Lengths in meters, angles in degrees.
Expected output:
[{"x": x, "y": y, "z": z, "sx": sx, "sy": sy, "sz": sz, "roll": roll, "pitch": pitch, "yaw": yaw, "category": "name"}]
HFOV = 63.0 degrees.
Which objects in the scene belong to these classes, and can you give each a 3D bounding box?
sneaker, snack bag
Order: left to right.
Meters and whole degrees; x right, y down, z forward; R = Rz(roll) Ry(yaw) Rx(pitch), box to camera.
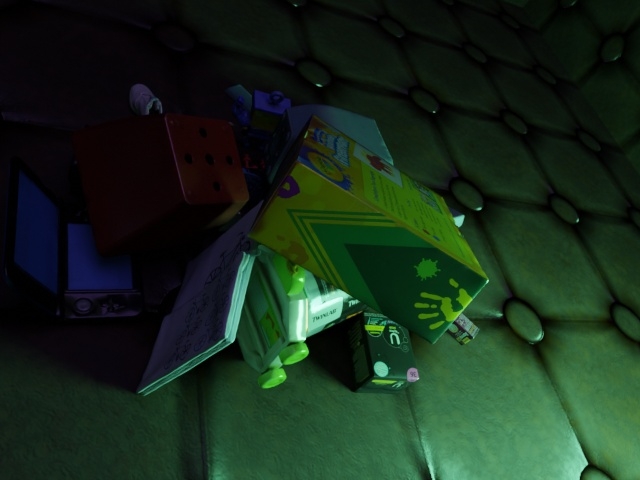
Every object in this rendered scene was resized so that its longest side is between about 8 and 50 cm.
[{"x": -0.453, "y": -0.357, "z": 1.392, "sx": 0.080, "sy": 0.094, "sz": 0.212, "roll": -7, "pitch": 59, "yaw": -32, "category": "sneaker"}, {"x": -0.222, "y": 0.099, "z": 1.005, "sx": 0.037, "sy": 0.323, "sz": 0.342, "roll": 33, "pitch": 43, "yaw": -24, "category": "snack bag"}, {"x": -0.164, "y": -0.155, "z": 1.392, "sx": 0.232, "sy": 0.081, "sz": 0.090, "roll": 17, "pitch": 32, "yaw": -42, "category": "sneaker"}]

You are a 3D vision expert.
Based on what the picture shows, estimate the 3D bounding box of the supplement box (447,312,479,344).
[{"x": 0.378, "y": 0.235, "z": 1.421, "sx": 0.083, "sy": 0.055, "sz": 0.043, "roll": 43, "pitch": 48, "yaw": 8, "category": "supplement box"}]

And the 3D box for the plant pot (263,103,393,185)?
[{"x": -0.006, "y": -0.209, "z": 1.349, "sx": 0.252, "sy": 0.247, "sz": 0.247, "roll": 19, "pitch": 35, "yaw": -24, "category": "plant pot"}]

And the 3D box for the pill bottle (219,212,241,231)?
[{"x": -0.272, "y": -0.107, "z": 1.296, "sx": 0.094, "sy": 0.094, "sz": 0.169, "roll": -26, "pitch": 71, "yaw": -41, "category": "pill bottle"}]

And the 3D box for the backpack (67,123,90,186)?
[{"x": -0.476, "y": -0.171, "z": 1.218, "sx": 0.182, "sy": 0.115, "sz": 0.151, "roll": 14, "pitch": 62, "yaw": -22, "category": "backpack"}]

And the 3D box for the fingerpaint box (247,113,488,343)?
[{"x": 0.084, "y": -0.052, "z": 1.031, "sx": 0.371, "sy": 0.163, "sz": 0.444, "roll": 31, "pitch": 20, "yaw": -11, "category": "fingerpaint box"}]

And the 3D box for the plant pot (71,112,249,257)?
[{"x": -0.310, "y": -0.133, "z": 1.092, "sx": 0.267, "sy": 0.236, "sz": 0.267, "roll": -10, "pitch": 84, "yaw": -55, "category": "plant pot"}]

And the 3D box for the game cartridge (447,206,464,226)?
[{"x": 0.255, "y": -0.098, "z": 1.521, "sx": 0.294, "sy": 0.060, "sz": 0.196, "roll": 28, "pitch": 30, "yaw": 33, "category": "game cartridge"}]

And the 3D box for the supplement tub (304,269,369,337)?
[{"x": 0.025, "y": 0.089, "z": 1.231, "sx": 0.338, "sy": 0.207, "sz": 0.207, "roll": -18, "pitch": 65, "yaw": -37, "category": "supplement tub"}]

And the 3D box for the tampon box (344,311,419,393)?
[{"x": 0.141, "y": 0.266, "z": 1.228, "sx": 0.121, "sy": 0.101, "sz": 0.160, "roll": 8, "pitch": 52, "yaw": -23, "category": "tampon box"}]

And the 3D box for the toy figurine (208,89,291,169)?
[{"x": -0.126, "y": -0.311, "z": 1.456, "sx": 0.363, "sy": 0.217, "sz": 0.191, "roll": 10, "pitch": 51, "yaw": -22, "category": "toy figurine"}]

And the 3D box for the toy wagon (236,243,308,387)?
[{"x": -0.098, "y": 0.122, "z": 1.037, "sx": 0.068, "sy": 0.344, "sz": 0.267, "roll": -6, "pitch": 59, "yaw": -34, "category": "toy wagon"}]

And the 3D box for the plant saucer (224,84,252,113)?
[{"x": -0.212, "y": -0.418, "z": 1.631, "sx": 0.192, "sy": 0.018, "sz": 0.067, "roll": 46, "pitch": 47, "yaw": 8, "category": "plant saucer"}]

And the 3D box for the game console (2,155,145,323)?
[{"x": -0.478, "y": -0.001, "z": 1.040, "sx": 0.250, "sy": 0.173, "sz": 0.293, "roll": 2, "pitch": 55, "yaw": -28, "category": "game console"}]
